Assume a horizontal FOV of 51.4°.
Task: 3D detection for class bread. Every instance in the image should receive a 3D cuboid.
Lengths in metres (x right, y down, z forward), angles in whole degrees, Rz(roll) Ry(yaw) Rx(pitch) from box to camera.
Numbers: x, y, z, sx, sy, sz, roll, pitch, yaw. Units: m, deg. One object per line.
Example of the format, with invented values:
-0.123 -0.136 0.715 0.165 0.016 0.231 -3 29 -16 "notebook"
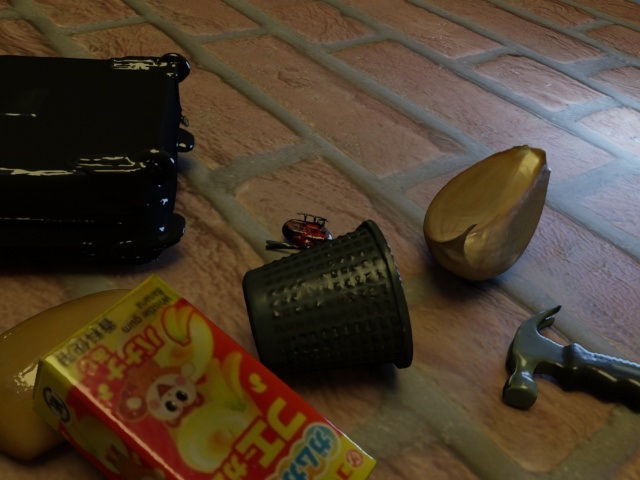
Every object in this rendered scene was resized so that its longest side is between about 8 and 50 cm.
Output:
-0.252 0.122 0.688 0.147 0.098 0.217 36 47 27 "bread"

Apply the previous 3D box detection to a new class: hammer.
0.333 0.159 0.771 0.227 0.041 0.158 18 41 15 "hammer"

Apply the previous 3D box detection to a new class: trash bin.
0.000 0.077 0.744 0.161 0.175 0.175 -13 40 -5 "trash bin"

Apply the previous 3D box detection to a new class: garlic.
0.221 -0.031 0.900 0.145 0.164 0.245 37 50 10 "garlic"

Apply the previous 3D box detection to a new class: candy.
-0.103 0.170 0.589 0.276 0.088 0.146 40 44 9 "candy"

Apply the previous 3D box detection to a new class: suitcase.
-0.352 -0.126 0.915 0.340 0.188 0.345 2 40 -8 "suitcase"

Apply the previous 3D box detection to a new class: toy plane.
0.000 0.000 0.928 0.145 0.037 0.060 14 42 11 "toy plane"

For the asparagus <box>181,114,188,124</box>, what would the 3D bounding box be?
-0.272 -0.236 1.209 0.114 0.014 0.015 34 79 32 "asparagus"
